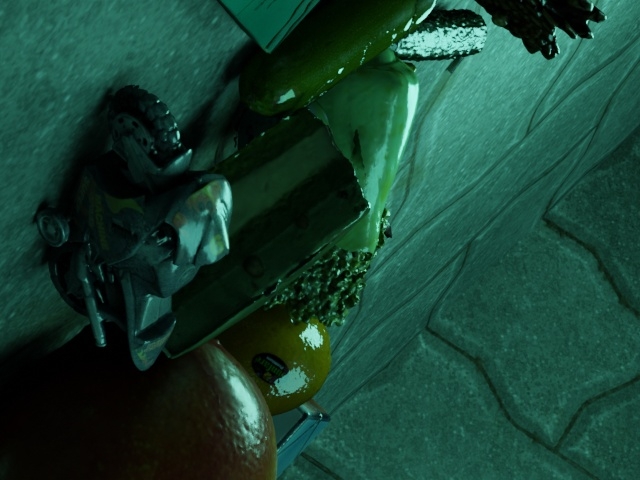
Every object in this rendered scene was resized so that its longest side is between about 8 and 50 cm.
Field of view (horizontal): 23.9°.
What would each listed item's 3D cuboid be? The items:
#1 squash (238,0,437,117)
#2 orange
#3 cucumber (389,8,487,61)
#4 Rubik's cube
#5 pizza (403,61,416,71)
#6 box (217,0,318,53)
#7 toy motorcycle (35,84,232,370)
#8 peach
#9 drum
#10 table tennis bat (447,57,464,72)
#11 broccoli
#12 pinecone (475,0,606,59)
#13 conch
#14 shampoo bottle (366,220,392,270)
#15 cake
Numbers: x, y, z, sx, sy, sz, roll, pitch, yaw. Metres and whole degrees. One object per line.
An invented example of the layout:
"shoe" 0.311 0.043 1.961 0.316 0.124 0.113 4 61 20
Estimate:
"squash" 0.034 -0.228 1.637 0.331 0.087 0.087 -38 165 -28
"orange" -0.086 0.158 2.150 0.206 0.206 0.206 -44 167 -13
"cucumber" 0.129 -0.259 1.904 0.067 0.067 0.293 -53 163 25
"Rubik's cube" -0.135 0.281 2.372 0.205 0.207 0.205 -47 169 1
"pizza" -0.014 -0.087 1.862 0.365 0.074 0.182 -39 142 -16
"box" -0.031 -0.268 1.404 0.161 0.042 0.226 -46 167 3
"toy motorcycle" -0.173 -0.005 1.453 0.108 0.173 0.307 -37 162 -42
"peach" -0.222 0.268 1.751 0.388 0.388 0.388 -44 167 -13
"drum" -0.088 -0.094 1.725 0.049 0.130 0.253 6 161 -42
"table tennis bat" 0.218 -0.283 2.245 0.083 0.007 0.050 -51 167 10
"broccoli" 0.005 0.011 2.056 0.242 0.180 0.273 -53 166 22
"pinecone" 0.277 -0.333 1.851 0.208 0.208 0.208 -44 167 -13
"conch" 0.023 -0.119 1.741 0.143 0.137 0.251 17 98 -30
"shampoo bottle" 0.027 0.045 2.490 0.236 0.067 0.068 -42 158 -20
"cake" -0.072 -0.019 1.643 0.283 0.158 0.172 -35 177 13
